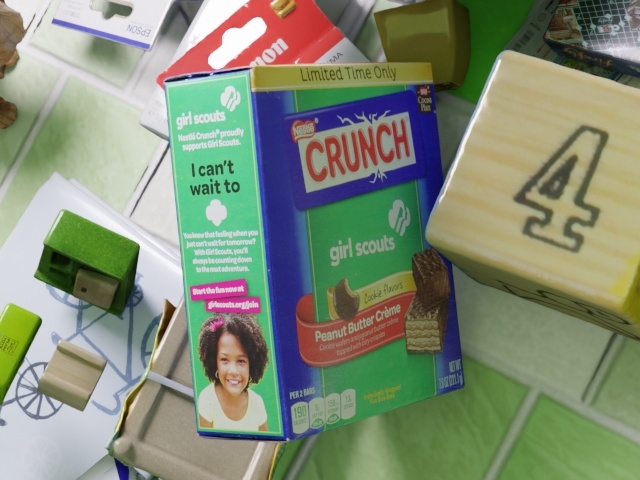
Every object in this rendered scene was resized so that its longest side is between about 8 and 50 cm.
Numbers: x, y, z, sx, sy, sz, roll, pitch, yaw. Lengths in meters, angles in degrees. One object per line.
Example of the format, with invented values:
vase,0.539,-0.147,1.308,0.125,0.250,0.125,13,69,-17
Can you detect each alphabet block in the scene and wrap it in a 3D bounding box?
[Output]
alphabet block,0.238,-0.036,1.485,0.197,0.192,0.193,21,86,23

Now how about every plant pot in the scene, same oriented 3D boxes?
plant pot,0.108,-0.191,1.638,0.081,0.081,0.083,-10,85,18

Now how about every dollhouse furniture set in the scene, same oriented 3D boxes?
dollhouse furniture set,-0.167,0.131,1.595,0.301,0.151,0.198,25,71,-4

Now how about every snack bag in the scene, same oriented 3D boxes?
snack bag,-0.261,0.144,1.711,0.323,0.037,0.342,34,89,25

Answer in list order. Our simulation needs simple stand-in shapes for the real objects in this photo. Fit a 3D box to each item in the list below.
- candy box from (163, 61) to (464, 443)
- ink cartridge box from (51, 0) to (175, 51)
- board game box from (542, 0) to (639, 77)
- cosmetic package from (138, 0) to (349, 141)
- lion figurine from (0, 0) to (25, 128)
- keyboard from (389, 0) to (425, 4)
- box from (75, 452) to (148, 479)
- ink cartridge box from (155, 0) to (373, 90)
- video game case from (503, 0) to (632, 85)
candy box,0.000,0.000,1.468,0.122,0.268,0.317,-5,93,39
ink cartridge box,-0.147,-0.376,1.763,0.175,0.069,0.371,20,82,41
board game box,0.351,-0.226,1.537,0.243,0.042,0.165,22,84,34
cosmetic package,-0.078,-0.192,1.703,0.117,0.085,0.231,26,88,24
lion figurine,-0.477,-0.214,1.775,0.392,0.240,0.142,-2,76,21
keyboard,0.126,-0.364,1.664,0.072,0.014,0.256,13,98,9
box,-0.199,0.296,1.587,0.126,0.137,0.072,-40,29,7
ink cartridge box,-0.026,-0.131,1.619,0.181,0.056,0.225,-40,97,-2
video game case,0.253,-0.187,1.615,0.122,0.011,0.087,42,92,25
